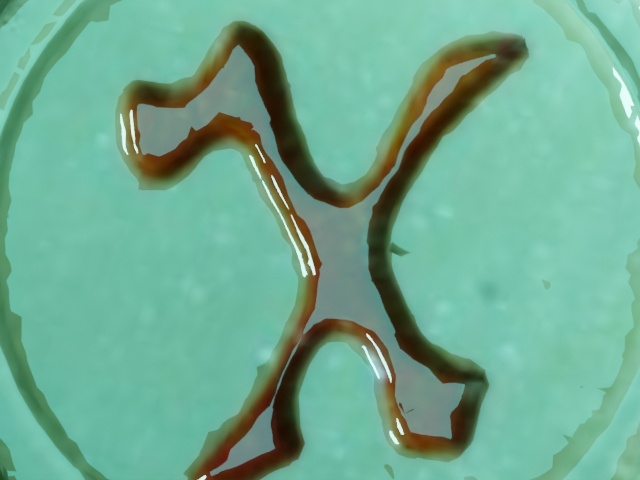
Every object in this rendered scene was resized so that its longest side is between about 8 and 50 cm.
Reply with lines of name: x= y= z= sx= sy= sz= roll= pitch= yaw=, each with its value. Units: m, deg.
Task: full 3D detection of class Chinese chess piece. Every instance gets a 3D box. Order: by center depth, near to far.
Chinese chess piece: x=0.000 y=0.000 z=0.630 sx=0.338 sy=0.140 sz=0.338 roll=0 pitch=91 yaw=-1
